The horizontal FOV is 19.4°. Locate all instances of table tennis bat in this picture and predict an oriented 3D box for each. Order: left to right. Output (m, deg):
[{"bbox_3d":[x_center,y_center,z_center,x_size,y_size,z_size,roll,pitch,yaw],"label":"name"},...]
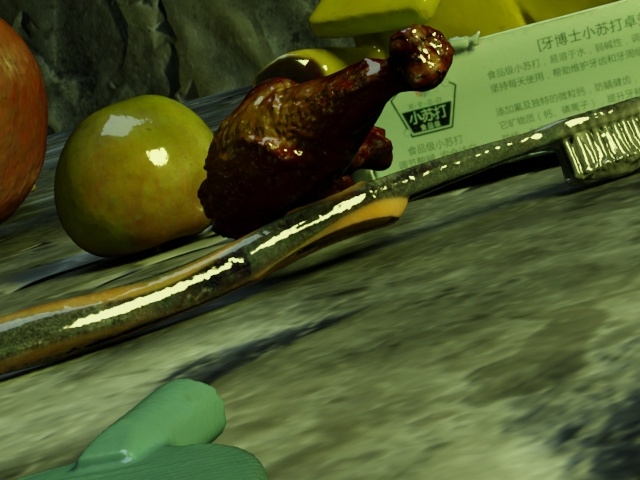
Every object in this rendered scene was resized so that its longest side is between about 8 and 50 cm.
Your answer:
[{"bbox_3d":[-0.054,0.059,0.393,0.100,0.019,0.155,-13,9,17],"label":"table tennis bat"}]

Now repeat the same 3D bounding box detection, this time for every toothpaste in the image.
[{"bbox_3d":[0.161,-0.083,0.865,0.313,0.071,0.089,-14,3,17],"label":"toothpaste"}]

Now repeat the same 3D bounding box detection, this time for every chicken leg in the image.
[{"bbox_3d":[-0.006,-0.038,0.741,0.089,0.048,0.219,-26,-9,-11],"label":"chicken leg"}]

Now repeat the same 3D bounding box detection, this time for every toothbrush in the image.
[{"bbox_3d":[-0.001,-0.002,0.709,0.321,0.031,0.023,-17,-21,-21],"label":"toothbrush"}]

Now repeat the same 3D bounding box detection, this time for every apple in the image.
[{"bbox_3d":[-0.091,-0.029,0.943,0.089,0.074,0.089,-26,-11,-5],"label":"apple"}]

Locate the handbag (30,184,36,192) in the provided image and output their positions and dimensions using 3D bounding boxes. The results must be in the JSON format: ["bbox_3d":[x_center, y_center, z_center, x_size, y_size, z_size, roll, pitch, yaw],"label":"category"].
[{"bbox_3d":[-0.433,-0.031,1.492,0.401,0.133,0.283,-17,12,-11],"label":"handbag"}]

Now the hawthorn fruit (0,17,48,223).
[{"bbox_3d":[-0.258,-0.075,1.222,0.199,0.199,0.251,-11,-1,28],"label":"hawthorn fruit"}]

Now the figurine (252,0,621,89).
[{"bbox_3d":[0.117,-0.149,1.002,0.327,0.169,0.218,-28,23,32],"label":"figurine"}]
